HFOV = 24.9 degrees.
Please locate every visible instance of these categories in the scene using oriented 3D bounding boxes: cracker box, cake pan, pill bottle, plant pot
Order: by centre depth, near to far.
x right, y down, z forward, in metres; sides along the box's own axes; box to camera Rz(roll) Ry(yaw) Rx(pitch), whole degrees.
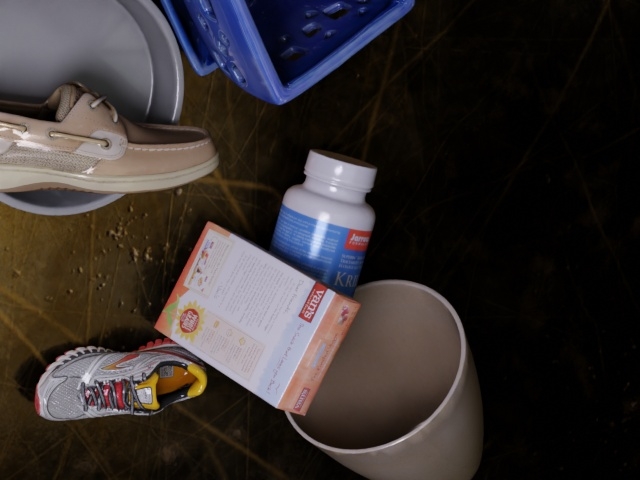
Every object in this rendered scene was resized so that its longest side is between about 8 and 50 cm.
[{"bbox_3d":[-0.065,-0.319,1.670,0.236,0.212,0.236,-39,121,-25],"label":"plant pot"},{"bbox_3d":[-0.302,-0.176,1.687,0.293,0.054,0.293,-10,110,-27],"label":"cake pan"},{"bbox_3d":[-0.080,0.094,1.791,0.067,0.232,0.155,25,93,-52],"label":"cracker box"},{"bbox_3d":[0.000,0.000,1.873,0.124,0.124,0.221,10,101,-32],"label":"pill bottle"},{"bbox_3d":[0.116,0.233,1.967,0.256,0.256,0.274,-45,139,-10],"label":"plant pot"}]

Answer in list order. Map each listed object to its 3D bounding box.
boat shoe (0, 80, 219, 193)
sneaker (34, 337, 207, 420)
[{"bbox_3d":[-0.270,-0.117,1.619,0.341,0.121,0.110,-3,108,-27],"label":"boat shoe"},{"bbox_3d":[-0.246,0.176,1.809,0.225,0.093,0.088,-13,112,-25],"label":"sneaker"}]
